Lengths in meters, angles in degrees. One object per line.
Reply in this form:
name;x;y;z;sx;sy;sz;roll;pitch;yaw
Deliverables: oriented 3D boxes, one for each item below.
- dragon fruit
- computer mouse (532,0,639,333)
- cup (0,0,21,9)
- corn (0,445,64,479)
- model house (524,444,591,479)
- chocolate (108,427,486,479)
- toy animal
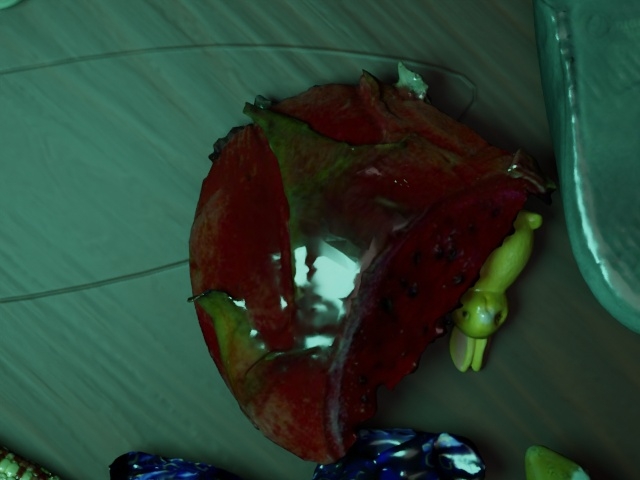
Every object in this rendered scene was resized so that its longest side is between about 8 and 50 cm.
dragon fruit;0.000;0.000;1.529;0.282;0.100;0.344;35;91;15
computer mouse;0.292;-0.093;1.552;0.188;0.122;0.371;-8;87;-5
cup;-0.333;-0.326;1.532;0.234;0.186;0.258;5;122;9
corn;-0.300;0.233;1.605;0.253;0.086;0.086;28;95;-2
model house;0.235;0.324;1.544;0.184;0.253;0.291;-25;77;-10
chocolate;-0.018;0.243;1.582;0.343;0.148;0.126;-7;121;0
toy animal;0.152;0.047;1.594;0.083;0.070;0.159;8;101;6
